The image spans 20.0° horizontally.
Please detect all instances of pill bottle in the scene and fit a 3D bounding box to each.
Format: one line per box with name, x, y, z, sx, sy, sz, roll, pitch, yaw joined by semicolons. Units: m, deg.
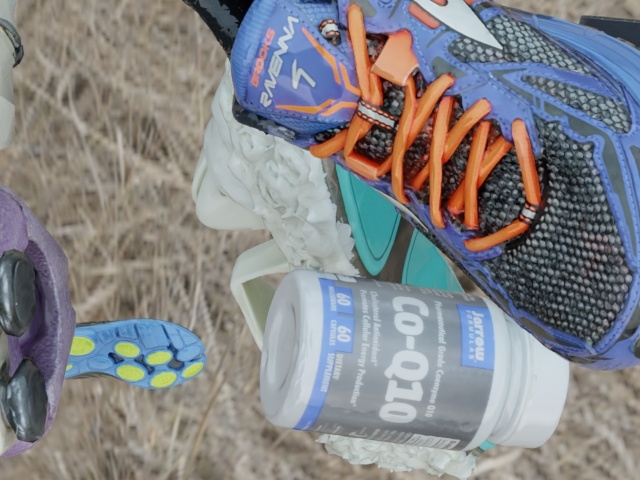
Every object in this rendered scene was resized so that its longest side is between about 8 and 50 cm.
pill bottle;0.045;0.061;0.881;0.137;0.078;0.078;9;79;-16

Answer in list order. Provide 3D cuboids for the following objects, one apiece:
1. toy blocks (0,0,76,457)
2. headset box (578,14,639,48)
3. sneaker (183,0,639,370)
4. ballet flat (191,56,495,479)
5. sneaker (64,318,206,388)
toy blocks;-0.219;-0.080;0.614;0.308;0.260;0.289;-3;98;9
headset box;0.329;-0.042;1.150;0.246;0.283;0.131;14;89;-46
sneaker;0.019;-0.040;0.492;0.087;0.083;0.221;-7;40;-39
ballet flat;0.000;0.000;1.038;0.147;0.409;0.147;-12;41;10
sneaker;-0.199;0.099;1.679;0.188;0.078;0.067;-1;102;0
